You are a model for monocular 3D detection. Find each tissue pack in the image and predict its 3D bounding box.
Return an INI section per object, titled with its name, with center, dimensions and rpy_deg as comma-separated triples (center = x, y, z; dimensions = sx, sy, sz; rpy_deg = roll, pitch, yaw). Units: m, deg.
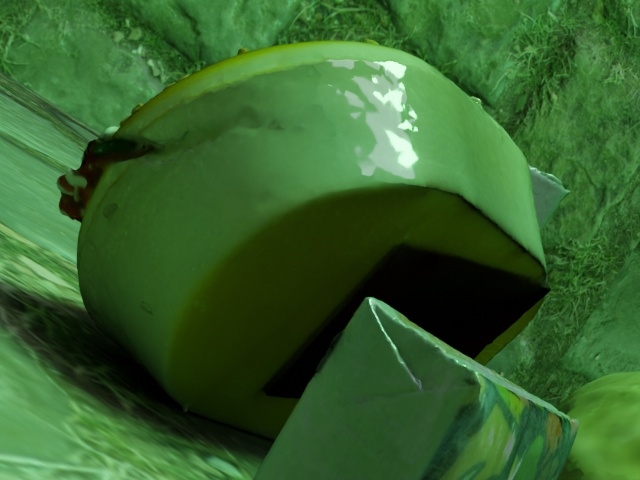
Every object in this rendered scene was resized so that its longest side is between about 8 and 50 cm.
[tissue pack]
center = 0.034, 0.093, 0.458
dimensions = 0.060, 0.109, 0.148
rpy_deg = 32, 0, 28

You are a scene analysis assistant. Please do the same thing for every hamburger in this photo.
[hamburger]
center = 0.000, 0.000, 0.691
dimensions = 0.295, 0.227, 0.151
rpy_deg = 36, 21, -53

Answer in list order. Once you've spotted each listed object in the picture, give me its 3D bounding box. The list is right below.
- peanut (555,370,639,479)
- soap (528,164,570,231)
[peanut]
center = 0.197, 0.165, 0.612
dimensions = 0.174, 0.158, 0.340
rpy_deg = 33, 0, -25
[soap]
center = 0.112, 0.031, 1.209
dimensions = 0.081, 0.259, 0.181
rpy_deg = 32, 3, -12
